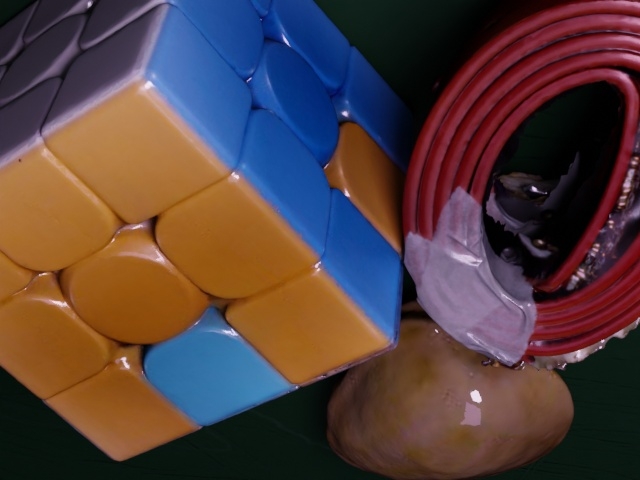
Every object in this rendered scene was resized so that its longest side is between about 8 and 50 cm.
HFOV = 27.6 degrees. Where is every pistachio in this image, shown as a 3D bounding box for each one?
[{"bbox_3d":[0.123,0.170,1.299,0.213,0.163,0.260,36,138,-3],"label":"pistachio"}]

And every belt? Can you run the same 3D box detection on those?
[{"bbox_3d":[0.180,-0.054,0.991,0.227,0.115,0.323,27,120,0],"label":"belt"}]

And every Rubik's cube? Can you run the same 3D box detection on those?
[{"bbox_3d":[-0.123,-0.049,1.046,0.291,0.290,0.291,-27,124,27],"label":"Rubik's cube"}]

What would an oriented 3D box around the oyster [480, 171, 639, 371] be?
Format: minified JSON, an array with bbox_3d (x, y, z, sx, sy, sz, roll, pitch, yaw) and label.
[{"bbox_3d":[0.258,-0.016,1.133,0.337,0.133,0.197,-23,127,18],"label":"oyster"}]
